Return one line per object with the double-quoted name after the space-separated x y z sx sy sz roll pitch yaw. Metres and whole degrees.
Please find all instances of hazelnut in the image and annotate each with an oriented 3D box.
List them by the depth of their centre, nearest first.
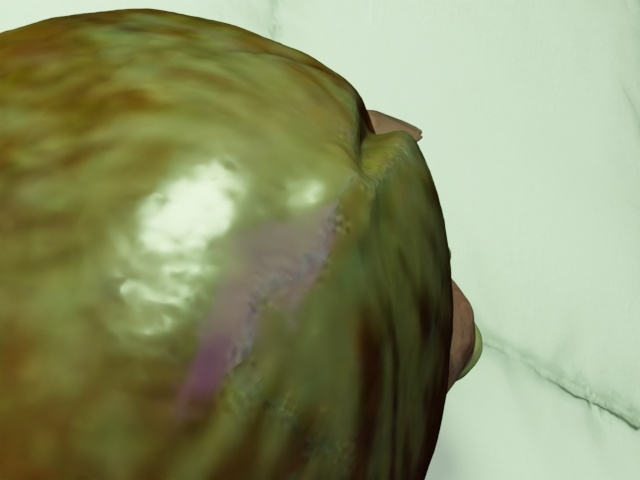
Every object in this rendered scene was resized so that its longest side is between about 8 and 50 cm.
-0.098 0.070 0.852 0.359 0.359 0.409 44 51 -19 "hazelnut"

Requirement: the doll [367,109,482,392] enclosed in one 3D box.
-0.003 0.001 1.118 0.196 0.152 0.256 -26 87 -51 "doll"
